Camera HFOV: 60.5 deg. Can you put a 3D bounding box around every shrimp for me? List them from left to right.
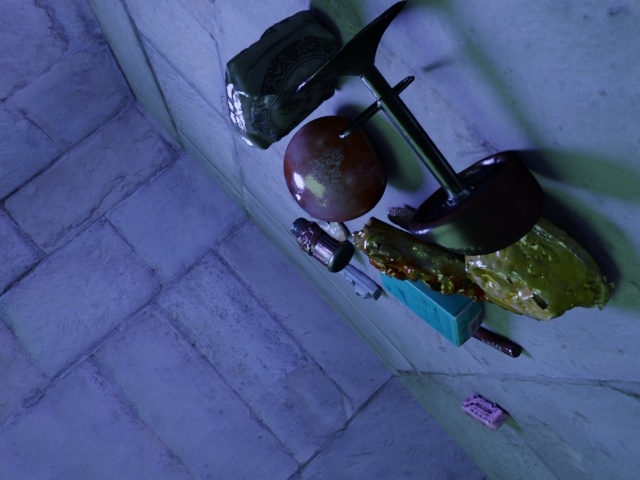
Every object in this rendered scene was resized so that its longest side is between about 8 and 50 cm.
[{"bbox_3d":[0.021,-0.077,2.061,0.223,0.047,0.126,38,159,27],"label":"shrimp"}]

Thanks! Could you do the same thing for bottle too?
[{"bbox_3d":[0.000,0.000,2.165,0.271,0.143,0.156,38,-151,28],"label":"bottle"}]

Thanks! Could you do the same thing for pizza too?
[{"bbox_3d":[0.186,0.036,1.317,0.440,0.130,0.406,28,-172,38],"label":"pizza"}]

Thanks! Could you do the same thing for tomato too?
[{"bbox_3d":[0.029,-0.166,1.346,0.270,0.227,0.270,48,170,11],"label":"tomato"}]

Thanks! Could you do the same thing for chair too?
[{"bbox_3d":[0.167,-0.161,0.909,0.401,0.226,0.226,50,168,-10],"label":"chair"}]

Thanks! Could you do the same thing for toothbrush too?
[{"bbox_3d":[0.458,0.270,1.651,0.040,0.041,0.364,54,167,-25],"label":"toothbrush"}]

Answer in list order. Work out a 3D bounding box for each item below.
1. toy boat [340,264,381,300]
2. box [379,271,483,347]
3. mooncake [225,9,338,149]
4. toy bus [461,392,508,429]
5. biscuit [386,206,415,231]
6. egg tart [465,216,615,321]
[{"bbox_3d":[0.146,0.170,2.293,0.261,0.085,0.078,36,164,43],"label":"toy boat"},{"bbox_3d":[0.308,0.136,1.566,0.311,0.118,0.205,39,162,35],"label":"box"},{"bbox_3d":[-0.078,-0.327,1.160,0.136,0.250,0.254,46,166,18],"label":"mooncake"},{"bbox_3d":[0.634,0.663,2.132,0.063,0.090,0.203,51,168,-15],"label":"toy bus"},{"bbox_3d":[0.249,-0.040,1.372,0.061,0.055,0.219,38,175,-34],"label":"biscuit"},{"bbox_3d":[0.370,0.055,1.024,0.315,0.120,0.315,36,169,8],"label":"egg tart"}]
